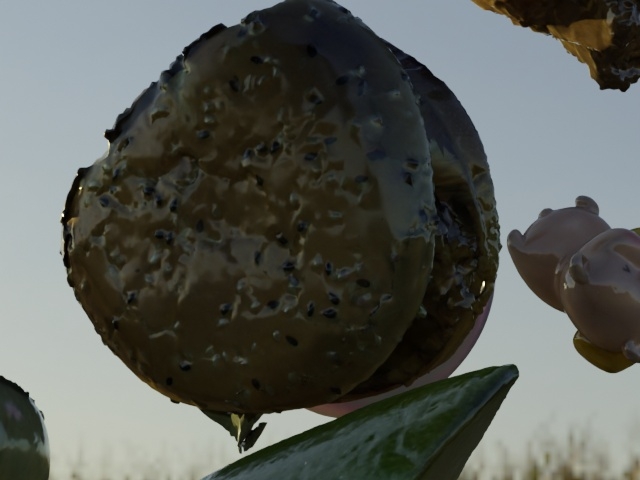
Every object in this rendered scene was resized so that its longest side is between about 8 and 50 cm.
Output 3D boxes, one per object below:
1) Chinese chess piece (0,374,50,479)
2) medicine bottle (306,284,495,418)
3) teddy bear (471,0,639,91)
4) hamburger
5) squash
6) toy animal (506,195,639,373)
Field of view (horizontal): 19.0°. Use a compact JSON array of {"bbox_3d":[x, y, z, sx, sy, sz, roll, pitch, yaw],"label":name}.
[{"bbox_3d":[-0.302,0.151,1.355,0.238,0.092,0.238,6,-26,3],"label":"Chinese chess piece"},{"bbox_3d":[0.000,0.000,1.926,0.256,0.256,0.325,8,24,-31],"label":"medicine bottle"},{"bbox_3d":[0.241,-0.275,1.699,0.222,0.246,0.296,-2,-36,-18],"label":"teddy bear"},{"bbox_3d":[-0.018,-0.003,1.456,0.318,0.277,0.195,-47,-24,17],"label":"hamburger"},{"bbox_3d":[0.005,0.212,1.103,0.288,0.203,0.111,-22,-4,31],"label":"squash"},{"bbox_3d":[0.174,0.018,1.150,0.091,0.114,0.082,-38,-10,5],"label":"toy animal"}]
